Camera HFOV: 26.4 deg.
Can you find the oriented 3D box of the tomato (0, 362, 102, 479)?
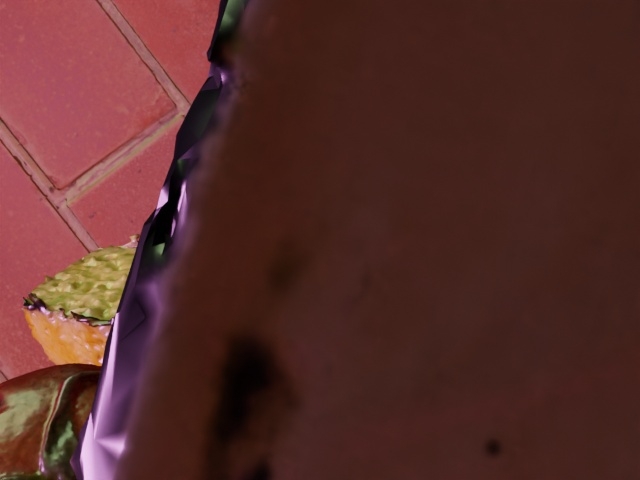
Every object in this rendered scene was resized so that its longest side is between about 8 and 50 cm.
[{"bbox_3d":[-0.116,0.150,0.644,0.167,0.167,0.167,-37,5,4],"label":"tomato"}]

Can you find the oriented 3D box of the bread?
[{"bbox_3d":[-0.123,0.090,1.186,0.261,0.147,0.160,8,31,35],"label":"bread"}]

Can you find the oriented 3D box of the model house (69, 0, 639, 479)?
[{"bbox_3d":[0.118,-0.021,0.453,0.282,0.297,0.317,-13,-61,-80],"label":"model house"}]
